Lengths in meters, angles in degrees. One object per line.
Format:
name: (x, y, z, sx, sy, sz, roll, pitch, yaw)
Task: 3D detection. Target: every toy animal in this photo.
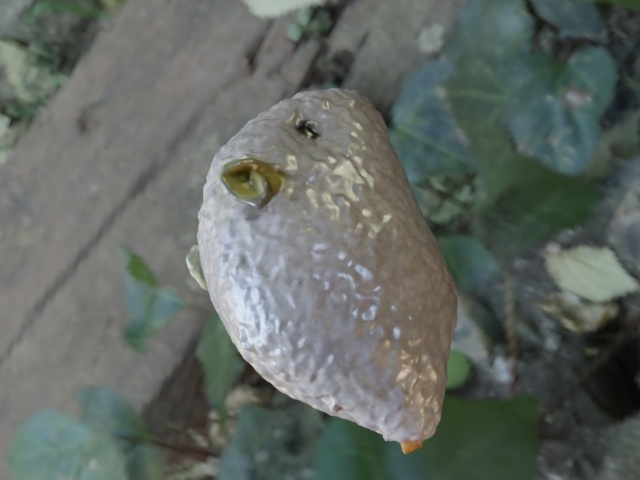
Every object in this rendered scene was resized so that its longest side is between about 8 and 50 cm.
toy animal: (0.002, 0.032, 1.651, 0.188, 0.226, 0.358, -54, 53, 49)
